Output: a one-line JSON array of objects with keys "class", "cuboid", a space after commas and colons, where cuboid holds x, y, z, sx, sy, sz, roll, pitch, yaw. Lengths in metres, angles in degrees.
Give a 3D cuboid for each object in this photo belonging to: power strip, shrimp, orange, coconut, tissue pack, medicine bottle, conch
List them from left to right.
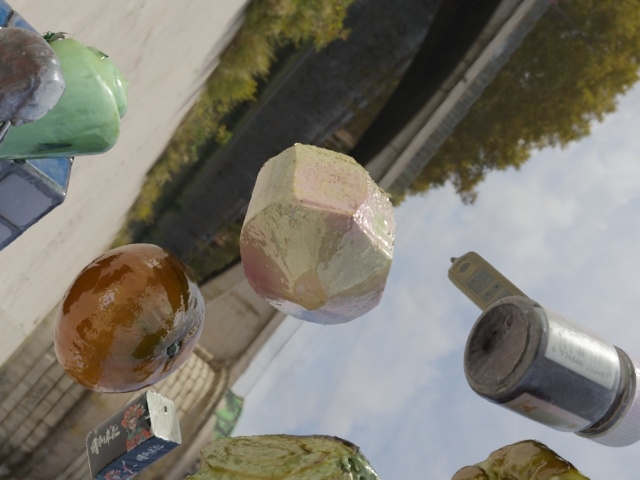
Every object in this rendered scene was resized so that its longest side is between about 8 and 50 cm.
[{"class": "shrimp", "cuboid": [-0.212, -0.063, 0.431, 0.165, 0.065, 0.056, -34, 163, 17]}, {"class": "conch", "cuboid": [-0.337, -0.169, 0.917, 0.143, 0.137, 0.250, -21, 171, 43]}, {"class": "tissue pack", "cuboid": [-0.348, 0.369, 1.435, 0.170, 0.090, 0.103, -38, -133, 19]}, {"class": "orange", "cuboid": [-0.270, 0.118, 1.131, 0.240, 0.171, 0.240, -50, 157, -30]}, {"class": "coconut", "cuboid": [0.000, 0.000, 1.115, 0.233, 0.233, 0.245, -44, -153, 30]}, {"class": "power strip", "cuboid": [0.385, 0.124, 1.684, 0.092, 0.066, 0.387, -45, -146, 3]}, {"class": "medicine bottle", "cuboid": [0.365, 0.203, 1.169, 0.165, 0.273, 0.165, -47, -152, 34]}]

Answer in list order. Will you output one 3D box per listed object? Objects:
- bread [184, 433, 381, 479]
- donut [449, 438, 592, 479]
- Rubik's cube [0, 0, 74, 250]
[{"class": "bread", "cuboid": [-0.050, 0.332, 1.002, 0.257, 0.124, 0.186, -4, -174, 27]}, {"class": "donut", "cuboid": [0.297, 0.403, 1.122, 0.208, 0.128, 0.261, -24, -167, -8]}, {"class": "Rubik's cube", "cuboid": [-0.579, -0.167, 1.094, 0.343, 0.344, 0.337, -32, -142, 19]}]
